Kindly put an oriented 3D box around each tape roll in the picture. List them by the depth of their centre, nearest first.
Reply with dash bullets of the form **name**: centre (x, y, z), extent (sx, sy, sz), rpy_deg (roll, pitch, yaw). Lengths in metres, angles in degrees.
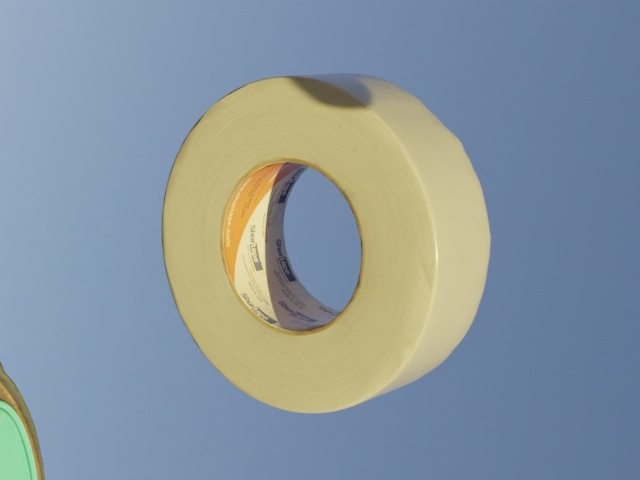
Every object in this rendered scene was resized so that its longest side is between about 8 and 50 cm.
- **tape roll**: centre (0.000, 0.000, 0.969), extent (0.219, 0.072, 0.219), rpy_deg (5, -80, 34)

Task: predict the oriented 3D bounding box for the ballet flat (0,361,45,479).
- **ballet flat**: centre (-0.228, 0.083, 0.870), extent (0.096, 0.095, 0.280), rpy_deg (-130, -154, -60)
